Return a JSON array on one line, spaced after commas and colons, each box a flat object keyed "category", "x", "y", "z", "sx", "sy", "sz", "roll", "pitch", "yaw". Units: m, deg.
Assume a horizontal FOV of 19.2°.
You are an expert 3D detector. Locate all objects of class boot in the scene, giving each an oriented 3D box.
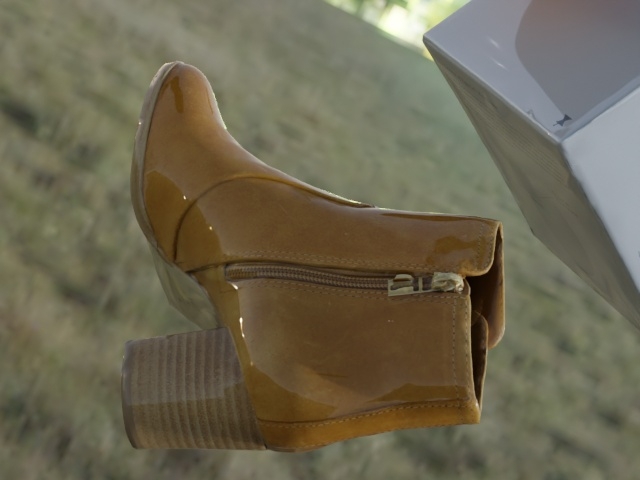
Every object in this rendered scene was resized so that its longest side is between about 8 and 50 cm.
[{"category": "boot", "x": 0.000, "y": 0.000, "z": 1.099, "sx": 0.211, "sy": 0.104, "sz": 0.295, "roll": -7, "pitch": 48, "yaw": 7}]

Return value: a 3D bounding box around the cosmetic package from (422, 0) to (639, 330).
[{"category": "cosmetic package", "x": 0.219, "y": -0.074, "z": 1.428, "sx": 0.224, "sy": 0.138, "sz": 0.224, "roll": 55, "pitch": -4, "yaw": -35}]
